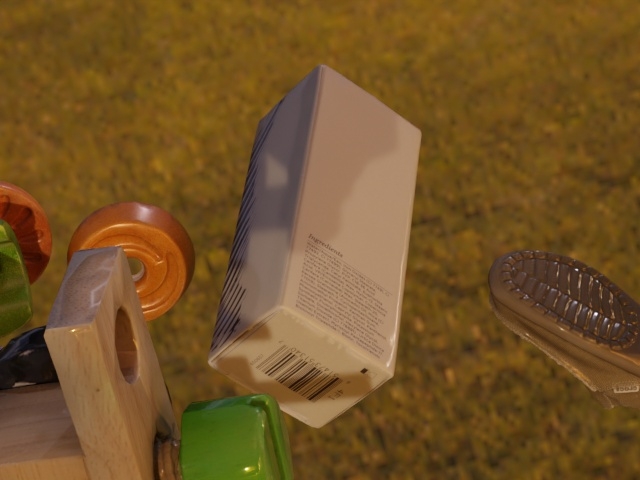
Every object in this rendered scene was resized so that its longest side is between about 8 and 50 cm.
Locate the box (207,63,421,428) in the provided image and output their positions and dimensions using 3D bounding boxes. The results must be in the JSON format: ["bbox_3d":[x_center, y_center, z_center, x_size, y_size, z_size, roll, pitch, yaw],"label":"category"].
[{"bbox_3d":[0.000,0.000,1.465,0.094,0.113,0.275,-40,26,36],"label":"box"}]

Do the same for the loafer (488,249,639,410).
[{"bbox_3d":[0.145,0.056,0.960,0.148,0.050,0.056,28,42,-4],"label":"loafer"}]

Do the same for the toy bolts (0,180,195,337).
[{"bbox_3d":[-0.203,0.048,1.577,0.218,0.228,0.158,-10,23,1],"label":"toy bolts"}]

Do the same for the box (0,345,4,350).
[{"bbox_3d":[-0.255,0.142,1.376,0.128,0.257,0.123,-59,36,1],"label":"box"}]

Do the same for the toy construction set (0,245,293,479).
[{"bbox_3d":[-0.120,0.137,0.482,0.237,0.308,0.257,-7,2,3],"label":"toy construction set"}]
